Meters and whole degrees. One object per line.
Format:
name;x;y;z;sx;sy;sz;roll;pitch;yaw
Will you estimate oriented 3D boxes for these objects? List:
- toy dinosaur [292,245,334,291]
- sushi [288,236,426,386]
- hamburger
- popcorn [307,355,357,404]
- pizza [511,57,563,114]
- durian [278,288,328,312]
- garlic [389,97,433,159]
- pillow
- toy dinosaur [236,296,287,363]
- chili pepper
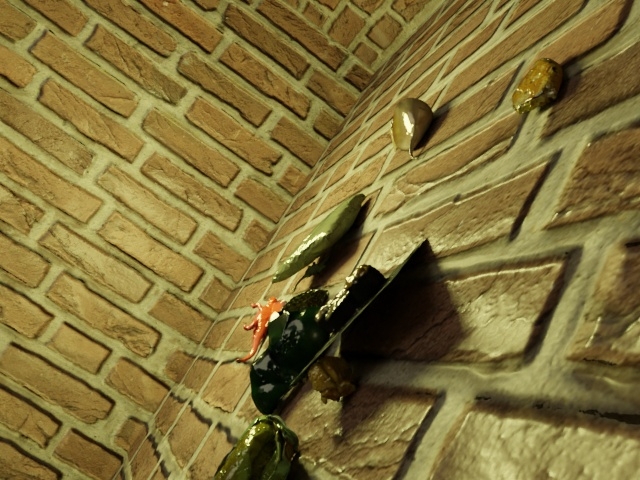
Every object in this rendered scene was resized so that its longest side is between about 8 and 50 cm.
toy dinosaur;-0.015;0.079;1.721;0.180;0.037;0.058;-37;1;-10
sushi;0.053;0.105;1.080;0.294;0.059;0.292;-49;-6;25
hamburger;-0.116;0.394;0.963;0.214;0.125;0.235;-64;-4;6
popcorn;0.028;0.234;1.005;0.084;0.084;0.084;-52;11;15
pizza;0.389;-0.273;1.067;0.099;0.035;0.160;-47;13;34
durian;-0.057;0.206;1.498;0.215;0.086;0.100;-51;-23;4
garlic;0.254;-0.317;1.652;0.128;0.149;0.266;-15;15;8
pillow;0.001;-0.001;1.735;0.274;0.076;0.281;-41;4;36
toy dinosaur;-0.163;0.256;1.831;0.139;0.070;0.286;-24;26;24
chili pepper;-0.079;0.246;1.292;0.265;0.116;0.148;-53;14;12
